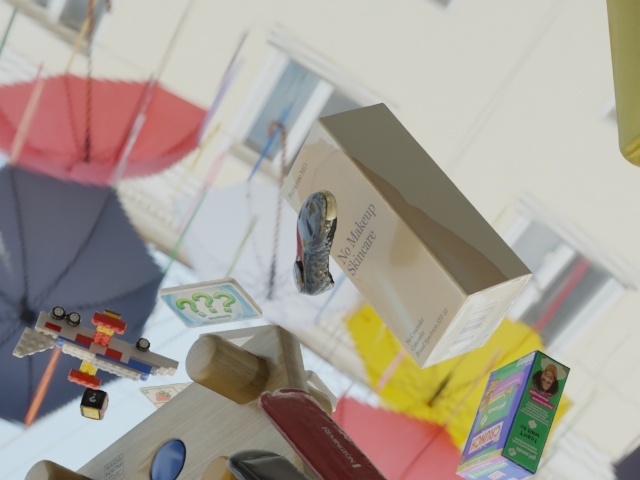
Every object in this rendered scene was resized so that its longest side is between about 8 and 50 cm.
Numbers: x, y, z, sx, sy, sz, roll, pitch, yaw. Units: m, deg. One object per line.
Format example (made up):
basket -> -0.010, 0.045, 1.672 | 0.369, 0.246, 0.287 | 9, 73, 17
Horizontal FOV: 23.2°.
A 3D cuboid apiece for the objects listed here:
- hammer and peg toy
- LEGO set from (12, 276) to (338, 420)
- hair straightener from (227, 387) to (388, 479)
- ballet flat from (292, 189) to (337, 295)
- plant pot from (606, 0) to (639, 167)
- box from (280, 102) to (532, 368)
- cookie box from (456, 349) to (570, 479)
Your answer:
hammer and peg toy -> -0.136, 0.243, 1.125 | 0.127, 0.361, 0.266 | 32, -147, -36
LEGO set -> -0.134, 0.115, 1.322 | 0.182, 0.244, 0.060 | 53, -139, -39
hair straightener -> 0.033, 0.176, 0.764 | 0.230, 0.089, 0.047 | 42, -155, 27
ballet flat -> 0.000, 0.000, 1.815 | 0.049, 0.173, 0.057 | -14, -126, -19
plant pot -> 0.388, -0.166, 1.319 | 0.212, 0.187, 0.212 | 18, -126, -22
box -> 0.101, -0.011, 1.931 | 0.121, 0.148, 0.311 | -16, -124, -40
cookie box -> 0.171, 0.162, 1.389 | 0.040, 0.092, 0.107 | 28, -116, -12
